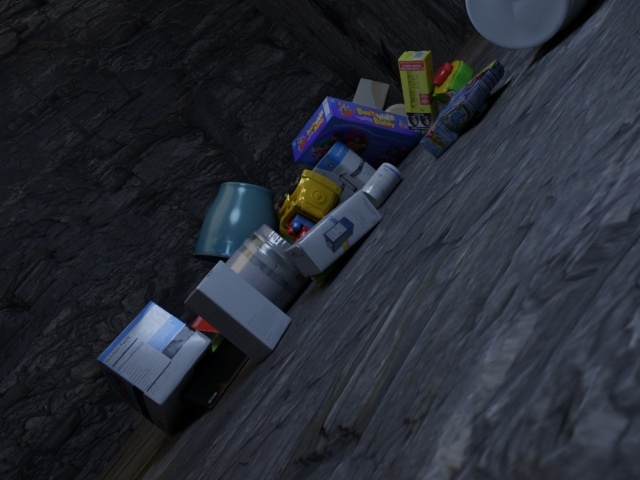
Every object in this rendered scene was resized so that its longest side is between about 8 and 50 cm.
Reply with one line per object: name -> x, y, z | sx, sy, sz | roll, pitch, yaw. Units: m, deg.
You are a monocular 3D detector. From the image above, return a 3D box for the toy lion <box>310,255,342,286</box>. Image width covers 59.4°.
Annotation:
toy lion -> 0.018, 0.070, 1.413 | 0.096, 0.034, 0.100 | -42, 5, -1

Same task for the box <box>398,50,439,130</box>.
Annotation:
box -> 0.294, -0.440, 1.662 | 0.058, 0.087, 0.232 | -54, -38, -38

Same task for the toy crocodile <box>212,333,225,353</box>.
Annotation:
toy crocodile -> -0.260, 0.269, 1.930 | 0.340, 0.105, 0.115 | -52, -33, -36

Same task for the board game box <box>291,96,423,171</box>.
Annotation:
board game box -> 0.117, -0.317, 1.787 | 0.233, 0.347, 0.078 | -44, 50, 46

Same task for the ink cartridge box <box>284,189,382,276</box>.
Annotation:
ink cartridge box -> 0.028, -0.013, 1.376 | 0.212, 0.093, 0.154 | -39, 4, -18

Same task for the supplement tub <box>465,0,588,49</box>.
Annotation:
supplement tub -> 0.454, -0.564, 1.146 | 0.325, 0.235, 0.235 | -53, 6, -29

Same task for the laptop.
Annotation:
laptop -> -0.278, 0.399, 1.615 | 0.234, 0.137, 0.264 | -52, -20, -30

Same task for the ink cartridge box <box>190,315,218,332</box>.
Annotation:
ink cartridge box -> -0.276, 0.199, 1.865 | 0.275, 0.239, 0.060 | -61, -30, -49

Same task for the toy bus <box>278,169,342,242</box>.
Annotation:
toy bus -> -0.054, -0.069, 1.691 | 0.220, 0.149, 0.211 | -44, 24, 53

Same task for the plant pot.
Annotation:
plant pot -> -0.259, -0.047, 1.842 | 0.272, 0.272, 0.255 | 150, 130, -74

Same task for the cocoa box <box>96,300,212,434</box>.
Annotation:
cocoa box -> -0.478, 0.387, 1.680 | 0.231, 0.228, 0.347 | -53, -12, -31

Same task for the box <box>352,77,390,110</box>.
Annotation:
box -> 0.168, -0.455, 2.133 | 0.148, 0.121, 0.311 | 95, -169, -57

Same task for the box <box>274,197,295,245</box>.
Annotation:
box -> -0.051, -0.091, 2.027 | 0.290, 0.177, 0.279 | -30, 16, 37

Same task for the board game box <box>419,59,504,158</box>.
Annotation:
board game box -> 0.318, -0.286, 1.275 | 0.194, 0.060, 0.194 | -52, 6, -17

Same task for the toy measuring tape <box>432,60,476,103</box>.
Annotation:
toy measuring tape -> 0.381, -0.428, 1.504 | 0.121, 0.121, 0.330 | -49, 12, 7

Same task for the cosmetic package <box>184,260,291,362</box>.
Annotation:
cosmetic package -> -0.195, 0.171, 1.342 | 0.085, 0.231, 0.117 | -45, 6, 40

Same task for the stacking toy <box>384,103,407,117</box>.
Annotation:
stacking toy -> 0.284, -0.425, 2.185 | 0.141, 0.141, 0.330 | -50, 1, -2

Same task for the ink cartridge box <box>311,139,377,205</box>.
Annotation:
ink cartridge box -> 0.081, -0.185, 1.733 | 0.148, 0.203, 0.086 | -44, 10, 46

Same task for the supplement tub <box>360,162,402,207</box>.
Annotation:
supplement tub -> 0.164, -0.150, 1.517 | 0.107, 0.071, 0.071 | -51, 5, -11

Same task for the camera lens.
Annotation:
camera lens -> -0.175, 0.118, 1.609 | 0.274, 0.219, 0.219 | -50, 5, -4
